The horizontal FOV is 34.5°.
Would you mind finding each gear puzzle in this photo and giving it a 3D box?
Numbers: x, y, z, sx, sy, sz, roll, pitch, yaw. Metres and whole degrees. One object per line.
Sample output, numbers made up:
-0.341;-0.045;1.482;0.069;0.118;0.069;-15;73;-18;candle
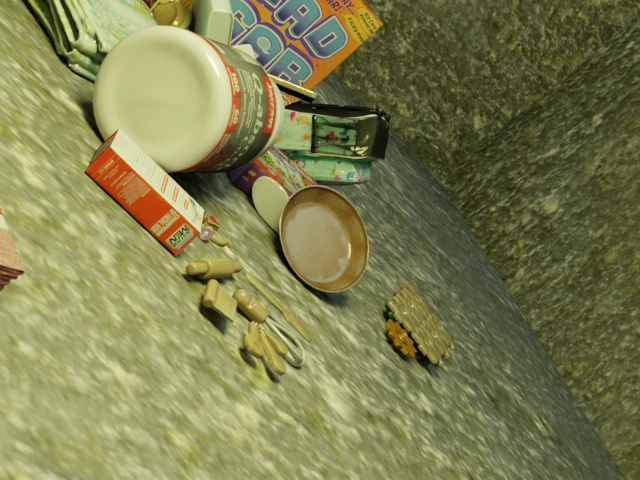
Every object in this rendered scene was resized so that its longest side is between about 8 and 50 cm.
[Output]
0.190;0.190;2.118;0.175;0.044;0.339;52;16;4;gear puzzle

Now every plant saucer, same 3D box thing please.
0.000;0.000;1.842;0.198;0.036;0.199;12;68;-33;plant saucer

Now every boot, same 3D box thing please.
-0.370;-0.515;2.107;0.203;0.095;0.262;40;14;-36;boot

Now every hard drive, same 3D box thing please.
-0.220;-0.403;2.016;0.047;0.233;0.353;5;32;-13;hard drive

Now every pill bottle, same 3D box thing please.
-0.186;-0.210;1.613;0.210;0.210;0.363;51;14;6;pill bottle

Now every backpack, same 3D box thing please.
0.009;-0.217;2.266;0.253;0.191;0.225;12;6;13;backpack

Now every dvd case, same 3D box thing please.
-0.116;-0.355;2.271;0.221;0.018;0.164;21;3;-5;dvd case

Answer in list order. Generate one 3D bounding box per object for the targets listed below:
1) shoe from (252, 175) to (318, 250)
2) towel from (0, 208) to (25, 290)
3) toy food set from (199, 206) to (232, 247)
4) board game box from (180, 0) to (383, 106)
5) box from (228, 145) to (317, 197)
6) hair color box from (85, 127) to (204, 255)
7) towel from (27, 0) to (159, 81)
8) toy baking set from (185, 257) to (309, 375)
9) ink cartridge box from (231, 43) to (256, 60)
-0.061;-0.044;1.896;0.178;0.063;0.081;54;11;-6;shoe
-0.418;-0.104;0.959;0.237;0.037;0.329;29;22;-51;towel
-0.177;-0.030;1.562;0.078;0.019;0.122;54;14;19;toy food set
-0.132;-0.581;2.491;0.356;0.356;0.356;41;16;-32;board game box
-0.086;-0.117;2.014;0.293;0.057;0.201;38;17;-41;box
-0.236;-0.067;1.403;0.167;0.053;0.093;44;13;-17;hair color box
-0.368;-0.379;1.757;0.320;0.090;0.374;55;14;19;towel
-0.098;0.103;1.446;0.197;0.030;0.256;54;14;7;toy baking set
-0.165;-0.299;2.040;0.150;0.063;0.109;122;-47;-62;ink cartridge box
